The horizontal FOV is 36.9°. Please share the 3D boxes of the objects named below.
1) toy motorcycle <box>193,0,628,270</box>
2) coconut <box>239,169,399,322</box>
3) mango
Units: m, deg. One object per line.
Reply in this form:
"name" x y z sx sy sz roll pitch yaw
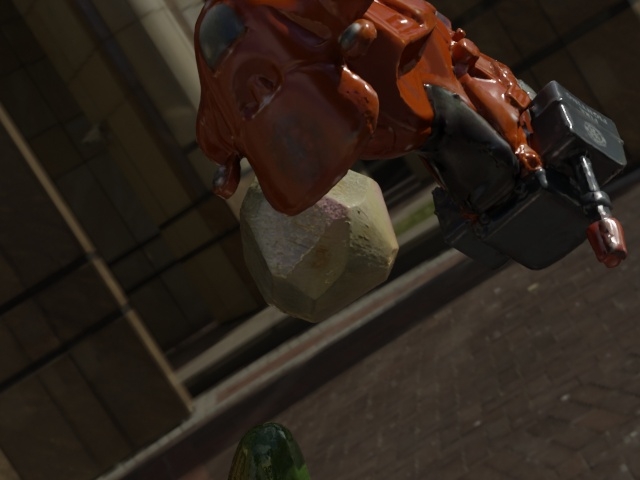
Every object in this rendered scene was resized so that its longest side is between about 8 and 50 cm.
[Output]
"toy motorcycle" 0.050 -0.080 0.574 0.148 0.326 0.221 -43 32 34
"coconut" 0.000 0.000 1.356 0.237 0.236 0.197 -31 -13 10
"mango" -0.070 0.371 1.333 0.114 0.251 0.156 -18 14 -31
